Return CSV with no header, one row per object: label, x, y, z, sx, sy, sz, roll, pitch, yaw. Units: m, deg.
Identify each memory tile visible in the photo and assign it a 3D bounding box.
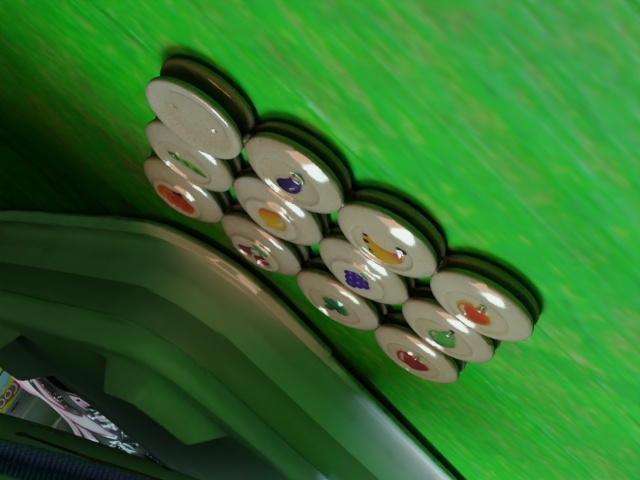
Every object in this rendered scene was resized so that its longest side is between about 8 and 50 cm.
memory tile,0.000,0.000,0.379,0.148,0.012,0.113,35,158,0

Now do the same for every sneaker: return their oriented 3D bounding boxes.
sneaker,-0.155,0.113,0.764,0.178,0.072,0.077,36,157,-6

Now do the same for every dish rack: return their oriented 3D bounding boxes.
dish rack,-0.054,0.115,0.625,0.285,0.072,0.333,4,144,51

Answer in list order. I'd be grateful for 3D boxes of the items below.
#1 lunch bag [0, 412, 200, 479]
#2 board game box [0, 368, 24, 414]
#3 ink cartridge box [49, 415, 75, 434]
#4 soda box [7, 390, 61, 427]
lunch bag,-0.240,0.183,0.511,0.385,0.239,0.328,23,160,-19
board game box,-0.316,0.059,0.781,0.144,0.142,0.275,29,158,10
ink cartridge box,-0.202,0.278,0.853,0.171,0.168,0.233,33,142,-11
soda box,-0.170,0.193,0.947,0.216,0.074,0.069,42,156,-18
